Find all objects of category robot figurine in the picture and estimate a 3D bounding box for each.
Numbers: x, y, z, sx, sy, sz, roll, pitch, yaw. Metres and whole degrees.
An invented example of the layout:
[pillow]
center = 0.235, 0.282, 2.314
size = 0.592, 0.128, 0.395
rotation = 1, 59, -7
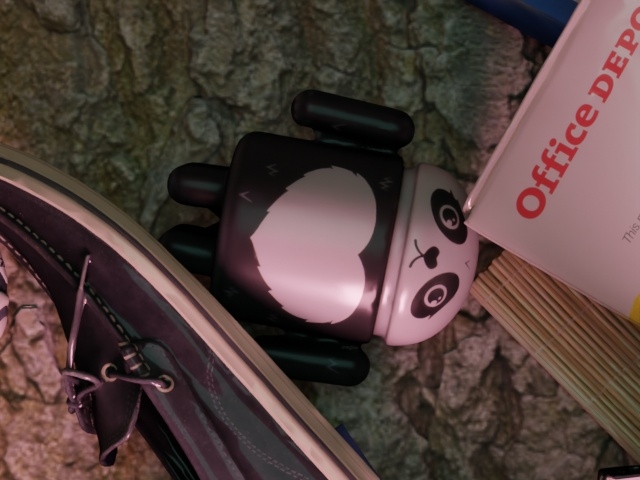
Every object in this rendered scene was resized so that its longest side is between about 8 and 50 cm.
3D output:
[robot figurine]
center = 0.000, -0.002, 1.544
size = 0.278, 0.209, 0.173
rotation = 10, 44, 1

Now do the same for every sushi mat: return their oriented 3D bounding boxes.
[sushi mat]
center = 0.294, 0.102, 1.613
size = 0.151, 0.019, 0.316
rotation = -43, 84, -7

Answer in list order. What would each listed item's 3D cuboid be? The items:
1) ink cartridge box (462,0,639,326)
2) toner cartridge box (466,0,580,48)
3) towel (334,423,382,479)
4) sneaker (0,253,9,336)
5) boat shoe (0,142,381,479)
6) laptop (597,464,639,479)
[ink cartridge box]
center = 0.354, -0.043, 1.452
size = 0.384, 0.160, 0.279
rotation = 31, 98, 9
[toner cartridge box]
center = 0.255, -0.256, 1.621
size = 0.348, 0.075, 0.165
rotation = 30, 79, 14
[towel]
center = -0.051, 0.354, 1.555
size = 0.336, 0.040, 0.243
rotation = -33, 80, -9
[sneaker]
center = -0.395, 0.005, 1.577
size = 0.235, 0.094, 0.153
rotation = 4, 78, -1
[boat shoe]
center = -0.150, 0.114, 1.501
size = 0.156, 0.187, 0.500
rotation = -43, 86, -14
[laptop]
center = 0.287, 0.386, 1.352
size = 0.408, 0.382, 0.236
rotation = -6, 36, -3
